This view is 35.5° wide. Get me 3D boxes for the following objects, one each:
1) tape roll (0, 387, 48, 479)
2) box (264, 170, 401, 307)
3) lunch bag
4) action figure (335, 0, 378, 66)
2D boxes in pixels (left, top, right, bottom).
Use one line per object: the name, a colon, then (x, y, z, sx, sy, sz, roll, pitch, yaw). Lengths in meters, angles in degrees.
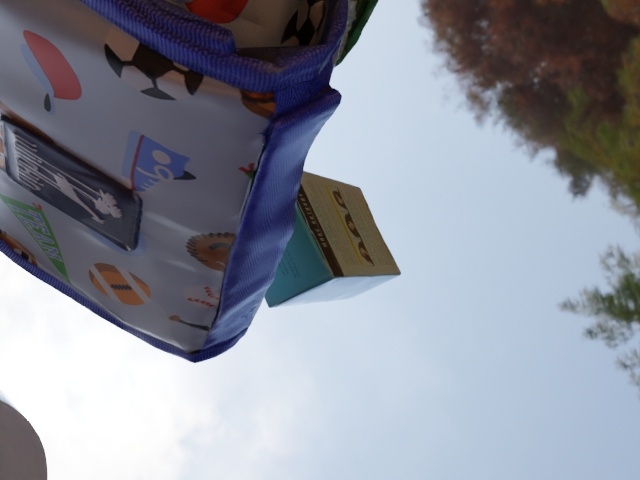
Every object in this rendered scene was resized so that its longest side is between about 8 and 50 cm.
tape roll: (-0.431, 0.257, 1.027, 0.286, 0.286, 0.100, -39, -140, -19)
box: (0.000, 0.000, 0.879, 0.060, 0.100, 0.244, -28, 171, 15)
lunch bag: (-0.131, -0.145, 0.615, 0.239, 0.327, 0.385, -21, -112, -23)
action figure: (0.020, -0.266, 1.044, 0.137, 0.063, 0.232, 33, -78, 31)
